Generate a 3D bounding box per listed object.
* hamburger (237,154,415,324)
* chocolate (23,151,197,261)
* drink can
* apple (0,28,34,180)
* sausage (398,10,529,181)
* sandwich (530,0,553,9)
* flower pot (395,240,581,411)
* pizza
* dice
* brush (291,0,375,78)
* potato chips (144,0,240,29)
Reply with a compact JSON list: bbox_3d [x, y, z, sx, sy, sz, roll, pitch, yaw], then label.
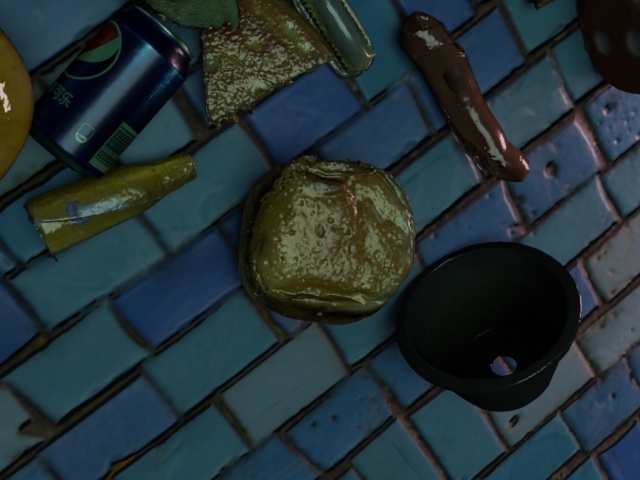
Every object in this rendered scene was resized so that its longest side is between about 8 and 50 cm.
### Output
[{"bbox_3d":[0.000,0.000,1.098,0.244,0.163,0.244,-2,97,-15],"label":"hamburger"},{"bbox_3d":[-0.262,-0.060,1.031,0.219,0.085,0.085,-27,111,-16],"label":"chocolate"},{"bbox_3d":[-0.255,-0.180,0.978,0.118,0.118,0.205,43,85,-24],"label":"drink can"},{"bbox_3d":[-0.453,-0.155,0.847,0.286,0.233,0.286,-7,107,-23],"label":"apple"},{"bbox_3d":[0.210,-0.203,1.171,0.078,0.078,0.304,-39,112,-7],"label":"sausage"},{"bbox_3d":[0.341,-0.483,1.155,0.212,0.063,0.245,-29,110,-10],"label":"sandwich"},{"bbox_3d":[0.263,0.148,1.208,0.269,0.269,0.166,-38,134,-8],"label":"flower pot"},{"bbox_3d":[-0.107,-0.238,1.045,0.201,0.053,0.193,36,83,-10],"label":"pizza"},{"bbox_3d":[0.505,-0.329,1.195,0.174,0.179,0.175,-30,116,-12],"label":"dice"},{"bbox_3d":[-0.020,-0.349,1.055,0.072,0.067,0.313,-39,111,-7],"label":"brush"},{"bbox_3d":[-0.189,-0.319,0.975,0.209,0.026,0.142,20,54,-14],"label":"potato chips"}]
